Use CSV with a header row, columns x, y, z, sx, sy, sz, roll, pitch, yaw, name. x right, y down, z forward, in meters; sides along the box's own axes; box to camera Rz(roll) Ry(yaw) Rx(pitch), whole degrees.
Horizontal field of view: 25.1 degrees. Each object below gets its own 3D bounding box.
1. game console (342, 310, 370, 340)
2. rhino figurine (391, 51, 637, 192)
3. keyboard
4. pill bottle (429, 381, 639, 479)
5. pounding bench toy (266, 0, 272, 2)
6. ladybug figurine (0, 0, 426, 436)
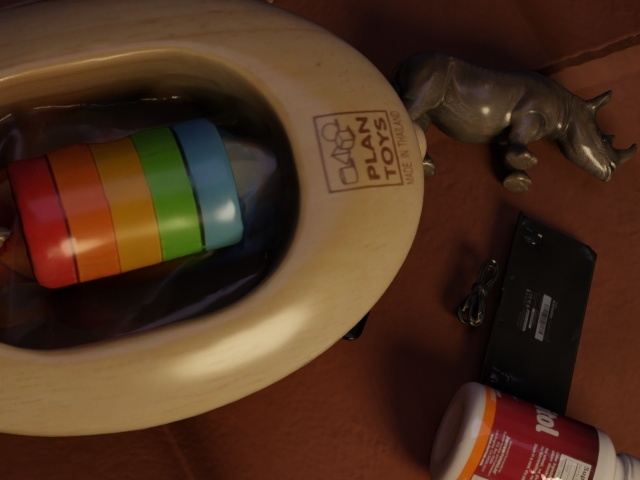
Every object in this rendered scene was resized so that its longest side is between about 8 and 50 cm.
x,y,z,sx,sy,sz,roll,pitch,yaw,name
0.000,0.000,1.132,0.122,0.107,0.071,25,29,-5,game console
0.167,-0.103,1.241,0.243,0.073,0.106,9,63,-15,rhino figurine
0.164,0.060,1.181,0.108,0.023,0.180,25,57,-11,keyboard
0.166,0.170,1.083,0.152,0.086,0.086,22,58,-7,pill bottle
-0.039,-0.265,1.254,0.052,0.083,0.065,33,58,2,pounding bench toy
-0.141,-0.018,1.014,0.449,0.162,0.305,-10,81,-14,ladybug figurine
